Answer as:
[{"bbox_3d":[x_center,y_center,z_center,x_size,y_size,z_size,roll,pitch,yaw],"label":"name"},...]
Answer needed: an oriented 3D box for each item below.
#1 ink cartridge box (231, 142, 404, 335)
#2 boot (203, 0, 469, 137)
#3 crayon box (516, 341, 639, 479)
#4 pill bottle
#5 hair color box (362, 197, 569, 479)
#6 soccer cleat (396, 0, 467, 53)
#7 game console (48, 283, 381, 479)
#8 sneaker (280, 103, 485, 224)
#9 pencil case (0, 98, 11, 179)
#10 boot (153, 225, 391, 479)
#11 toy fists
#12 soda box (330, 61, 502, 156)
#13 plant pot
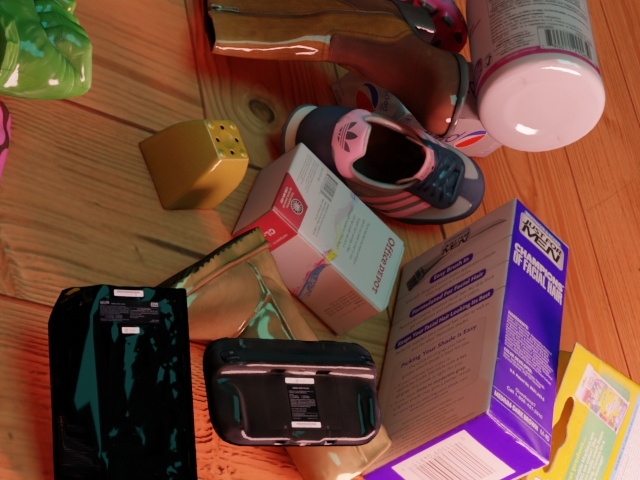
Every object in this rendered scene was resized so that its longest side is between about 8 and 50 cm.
[{"bbox_3d":[0.000,0.000,1.847,0.175,0.072,0.127,44,36,-18],"label":"ink cartridge box"},{"bbox_3d":[0.014,-0.217,1.894,0.280,0.096,0.264,7,40,-21],"label":"boot"},{"bbox_3d":[0.311,0.256,1.906,0.323,0.083,0.203,34,74,-43],"label":"crayon box"},{"bbox_3d":[0.271,-0.265,2.150,0.160,0.160,0.283,32,38,-32],"label":"pill bottle"},{"bbox_3d":[0.167,0.129,1.854,0.110,0.185,0.339,40,39,-24],"label":"hair color box"},{"bbox_3d":[0.069,-0.352,2.169,0.331,0.116,0.143,27,45,-36],"label":"soccer cleat"},{"bbox_3d":[-0.087,0.155,1.554,0.361,0.044,0.213,5,76,-37],"label":"game console"},{"bbox_3d":[0.106,-0.080,1.966,0.319,0.131,0.112,13,87,-41],"label":"sneaker"},{"bbox_3d":[-0.333,-0.046,1.463,0.098,0.095,0.209,73,12,-48],"label":"pencil case"},{"bbox_3d":[-0.056,0.138,1.662,0.236,0.089,0.269,-33,94,-49],"label":"boot"},{"bbox_3d":[-0.319,-0.227,1.554,0.279,0.096,0.142,40,19,26],"label":"toy fists"},{"bbox_3d":[0.146,-0.173,2.145,0.286,0.091,0.098,-1,62,-51],"label":"soda box"},{"bbox_3d":[-0.124,-0.088,1.755,0.081,0.083,0.081,-3,65,-52],"label":"plant pot"}]
